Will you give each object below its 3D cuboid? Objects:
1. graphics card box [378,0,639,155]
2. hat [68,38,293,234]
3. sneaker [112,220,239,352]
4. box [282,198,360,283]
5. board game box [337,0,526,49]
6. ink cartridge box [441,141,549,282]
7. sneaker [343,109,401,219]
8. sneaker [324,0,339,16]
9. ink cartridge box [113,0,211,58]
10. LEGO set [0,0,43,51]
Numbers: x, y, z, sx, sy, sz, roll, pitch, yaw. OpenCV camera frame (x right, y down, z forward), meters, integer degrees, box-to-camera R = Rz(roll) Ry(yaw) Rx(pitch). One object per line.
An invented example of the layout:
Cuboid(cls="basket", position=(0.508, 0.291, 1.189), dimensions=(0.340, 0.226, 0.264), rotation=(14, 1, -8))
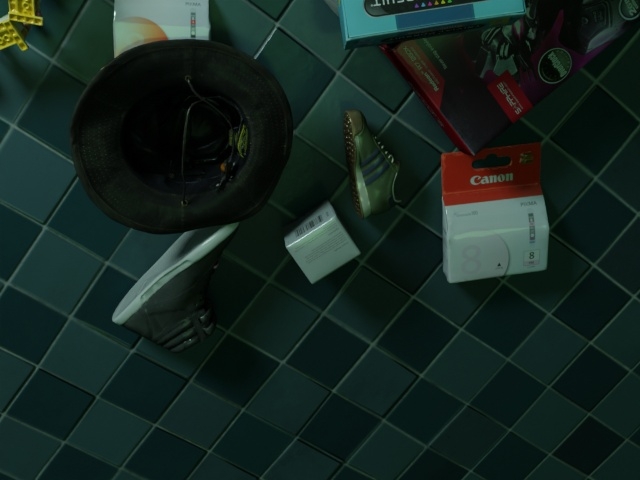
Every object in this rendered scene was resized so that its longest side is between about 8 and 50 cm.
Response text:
Cuboid(cls="graphics card box", position=(0.309, -0.340, 1.137), dimensions=(0.371, 0.094, 0.233), rotation=(-39, 111, 8))
Cuboid(cls="hat", position=(-0.216, -0.171, 1.118), dimensions=(0.331, 0.134, 0.331), rotation=(-8, 118, -15))
Cuboid(cls="sneaker", position=(-0.211, 0.079, 1.243), dimensions=(0.296, 0.104, 0.147), rotation=(-42, 114, 17))
Cuboid(cls="box", position=(0.000, 0.000, 1.233), dimensions=(0.101, 0.102, 0.087), rotation=(-33, 111, 6))
Cuboid(cls="board game box", position=(0.134, -0.460, 1.009), dimensions=(0.253, 0.079, 0.336), rotation=(-8, 95, 0))
Cuboid(cls="ink cartridge box", position=(0.312, -0.046, 1.284), dimensions=(0.189, 0.066, 0.232), rotation=(-7, 118, -4))
Cuboid(cls="sneaker", position=(0.093, -0.134, 1.215), dimensions=(0.086, 0.064, 0.192), rotation=(-14, 114, -10))
Cuboid(cls="sneaker", position=(0.032, -0.411, 1.083), dimensions=(0.094, 0.080, 0.212), rotation=(-43, 111, -2))
Cuboid(cls="ink cartridge box", position=(-0.239, -0.349, 1.086), dimensions=(0.145, 0.045, 0.179), rotation=(0, 115, -8))
Cuboid(cls="LEGO set", position=(-0.455, -0.348, 1.031), dimensions=(0.132, 0.107, 0.287), rotation=(27, 126, -21))
